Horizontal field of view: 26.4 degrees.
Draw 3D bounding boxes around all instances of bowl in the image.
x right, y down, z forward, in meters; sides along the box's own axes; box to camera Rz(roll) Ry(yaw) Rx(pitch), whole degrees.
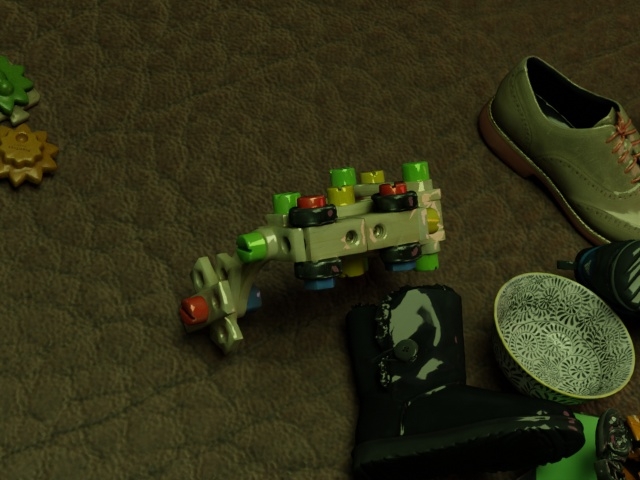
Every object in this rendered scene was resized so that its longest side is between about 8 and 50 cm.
[{"bbox_3d":[0.253,0.125,1.506,0.170,0.080,0.170,14,46,-14],"label":"bowl"}]

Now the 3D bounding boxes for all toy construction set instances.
[{"bbox_3d":[0.000,0.000,1.454,0.328,0.215,0.151,-27,107,-29],"label":"toy construction set"}]

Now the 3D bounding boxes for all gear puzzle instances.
[{"bbox_3d":[-0.423,-0.183,1.540,0.175,0.044,0.339,-32,71,-32],"label":"gear puzzle"}]

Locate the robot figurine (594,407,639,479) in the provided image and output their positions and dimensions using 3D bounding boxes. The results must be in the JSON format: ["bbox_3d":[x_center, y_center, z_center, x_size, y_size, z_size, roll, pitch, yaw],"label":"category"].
[{"bbox_3d":[0.379,0.287,1.368,0.211,0.085,0.291,-4,60,-25],"label":"robot figurine"}]

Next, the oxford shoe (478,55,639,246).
[{"bbox_3d":[0.351,-0.088,1.656,0.348,0.130,0.123,36,54,9],"label":"oxford shoe"}]

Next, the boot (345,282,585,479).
[{"bbox_3d":[0.142,0.136,1.416,0.246,0.094,0.207,-12,55,18],"label":"boot"}]

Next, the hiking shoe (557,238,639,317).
[{"bbox_3d":[0.434,0.053,1.596,0.304,0.132,0.113,19,87,-28],"label":"hiking shoe"}]

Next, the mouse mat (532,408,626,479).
[{"bbox_3d":[0.291,0.264,1.412,0.152,0.007,0.189,13,53,-9],"label":"mouse mat"}]

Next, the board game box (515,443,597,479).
[{"bbox_3d":[0.241,0.433,1.318,0.390,0.050,0.390,-27,68,-30],"label":"board game box"}]
